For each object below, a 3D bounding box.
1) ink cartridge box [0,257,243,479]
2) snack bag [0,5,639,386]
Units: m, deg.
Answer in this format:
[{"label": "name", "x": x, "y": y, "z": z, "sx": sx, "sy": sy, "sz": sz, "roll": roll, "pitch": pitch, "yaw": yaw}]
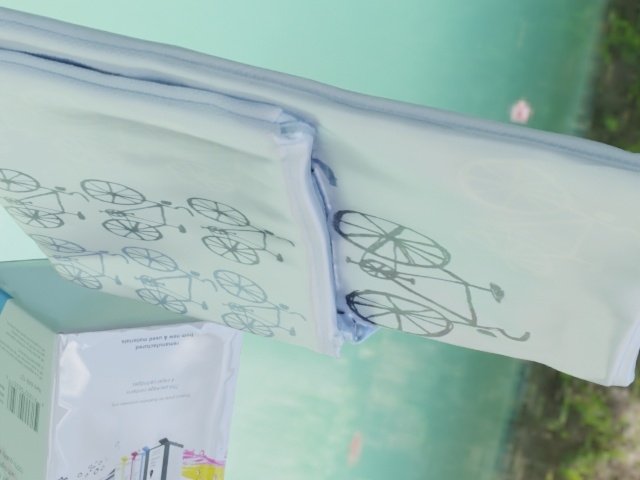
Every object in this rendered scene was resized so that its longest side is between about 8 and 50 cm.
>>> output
[{"label": "ink cartridge box", "x": -0.184, "y": 0.148, "z": 1.255, "sx": 0.168, "sy": 0.171, "sz": 0.233, "roll": -4, "pitch": 110, "yaw": -37}, {"label": "snack bag", "x": 0.000, "y": 0.000, "z": 0.738, "sx": 0.323, "sy": 0.342, "sz": 0.037, "roll": 80, "pitch": 25, "yaw": -71}]
